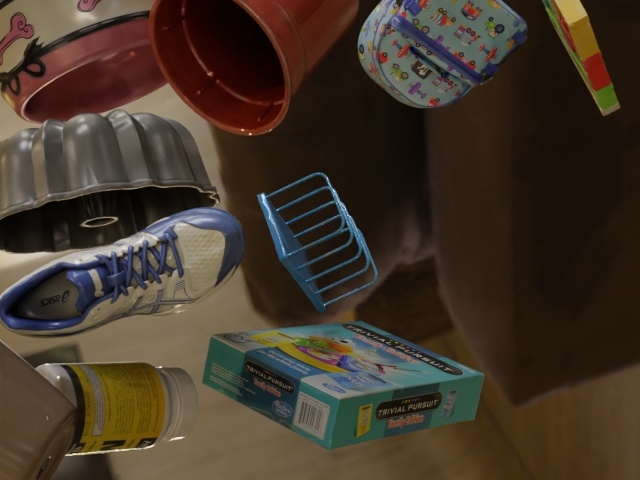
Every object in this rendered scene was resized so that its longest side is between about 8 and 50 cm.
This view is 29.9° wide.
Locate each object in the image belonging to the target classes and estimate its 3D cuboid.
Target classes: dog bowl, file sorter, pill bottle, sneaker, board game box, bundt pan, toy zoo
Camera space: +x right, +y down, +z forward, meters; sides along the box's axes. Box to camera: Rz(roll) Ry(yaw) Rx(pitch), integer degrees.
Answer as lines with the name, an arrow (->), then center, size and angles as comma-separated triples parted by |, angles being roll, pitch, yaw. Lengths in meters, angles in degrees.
dog bowl -> -0.393, -0.340, 2.098 | 0.408, 0.408, 0.150 | 130, 118, -78
file sorter -> 0.000, 0.000, 1.713 | 0.170, 0.104, 0.118 | 55, -169, -55
pill bottle -> -0.270, 0.217, 1.561 | 0.119, 0.208, 0.119 | -4, 85, 48
sneaker -> -0.227, 0.049, 1.375 | 0.131, 0.296, 0.112 | -17, -96, -83
board game box -> 0.038, 0.200, 1.751 | 0.253, 0.336, 0.079 | 21, 105, 39
bundt pan -> -0.305, -0.082, 1.603 | 0.331, 0.330, 0.124 | 117, 142, -76
toy zoo -> 0.345, -0.322, 1.693 | 0.293, 0.030, 0.192 | 45, -159, -57

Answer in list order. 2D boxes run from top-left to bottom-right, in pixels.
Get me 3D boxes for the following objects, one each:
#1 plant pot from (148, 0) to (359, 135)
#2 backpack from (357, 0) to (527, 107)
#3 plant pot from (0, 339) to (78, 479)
plant pot -> -0.087, -0.353, 1.935 | 0.272, 0.265, 0.272 | 25, 139, 23
backpack -> 0.132, -0.231, 1.385 | 0.158, 0.173, 0.117 | 39, -163, -16
plant pot -> -0.400, 0.200, 1.316 | 0.229, 0.263, 0.263 | 28, 164, 3
